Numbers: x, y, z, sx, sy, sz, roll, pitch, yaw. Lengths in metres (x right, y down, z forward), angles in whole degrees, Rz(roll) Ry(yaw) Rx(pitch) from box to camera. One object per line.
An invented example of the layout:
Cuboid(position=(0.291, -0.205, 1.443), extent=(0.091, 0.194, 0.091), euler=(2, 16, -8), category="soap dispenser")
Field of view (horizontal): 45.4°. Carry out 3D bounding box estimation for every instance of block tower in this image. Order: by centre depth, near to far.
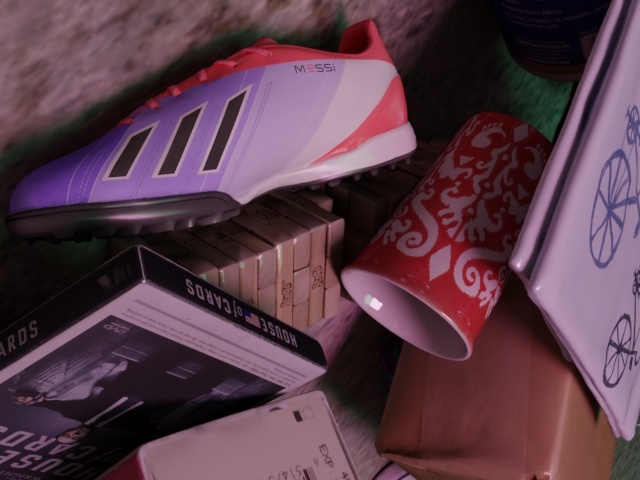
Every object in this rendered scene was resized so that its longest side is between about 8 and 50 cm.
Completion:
Cuboid(position=(0.000, 0.000, 0.632), extent=(0.335, 0.091, 0.097), euler=(-22, 125, -38), category="block tower")

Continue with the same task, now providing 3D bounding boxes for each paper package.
Cuboid(position=(0.218, 0.128, 0.813), extent=(0.309, 0.168, 0.324), euler=(51, 51, -50), category="paper package")

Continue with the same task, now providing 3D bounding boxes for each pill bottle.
Cuboid(position=(0.204, -0.275, 0.652), extent=(0.153, 0.153, 0.264), euler=(-53, 141, -12), category="pill bottle")

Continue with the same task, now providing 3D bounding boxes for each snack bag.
Cuboid(position=(0.269, -0.028, 0.659), extent=(0.342, 0.037, 0.323), euler=(45, 62, -47), category="snack bag")

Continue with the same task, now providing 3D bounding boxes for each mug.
Cuboid(position=(0.101, -0.007, 0.609), extent=(0.113, 0.150, 0.169), euler=(40, 72, -13), category="mug")

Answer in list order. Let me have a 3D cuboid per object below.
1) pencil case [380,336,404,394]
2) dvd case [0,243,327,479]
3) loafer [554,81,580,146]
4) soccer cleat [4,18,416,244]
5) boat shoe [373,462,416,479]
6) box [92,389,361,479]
Cuboid(position=(0.114, 0.179, 0.879), extent=(0.070, 0.064, 0.151), euler=(-14, 130, 2), category="pencil case")
Cuboid(position=(-0.140, 0.100, 0.478), extent=(0.239, 0.029, 0.179), euler=(-31, 144, 18), category="dvd case")
Cuboid(position=(0.337, -0.139, 0.950), extent=(0.062, 0.061, 0.170), euler=(-12, 120, -45), category="loafer")
Cuboid(position=(-0.065, -0.077, 0.525), extent=(0.318, 0.109, 0.116), euler=(-19, 101, -36), category="soccer cleat")
Cuboid(position=(0.066, 0.368, 0.917), extent=(0.268, 0.088, 0.096), euler=(-34, 133, -31), category="boat shoe")
Cuboid(position=(-0.091, 0.215, 0.531), extent=(0.149, 0.126, 0.232), euler=(-8, 156, -43), category="box")
